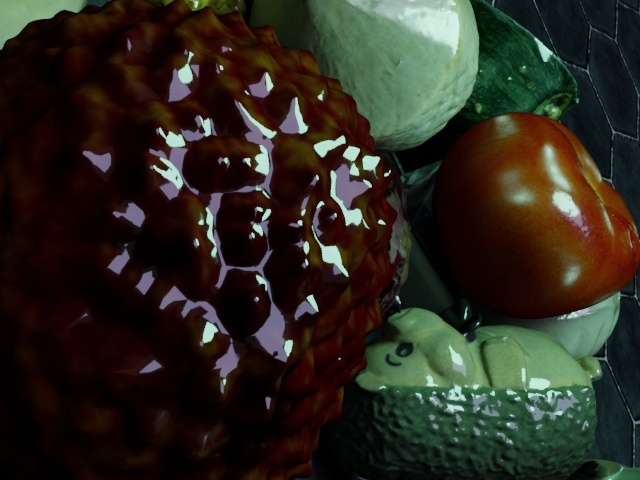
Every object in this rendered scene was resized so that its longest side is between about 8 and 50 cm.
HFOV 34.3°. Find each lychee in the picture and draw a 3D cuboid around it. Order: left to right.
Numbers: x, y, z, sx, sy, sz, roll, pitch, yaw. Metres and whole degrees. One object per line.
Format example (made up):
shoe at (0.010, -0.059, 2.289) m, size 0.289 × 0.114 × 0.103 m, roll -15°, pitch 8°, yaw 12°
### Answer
lychee at (-0.136, -0.003, 0.866) m, size 0.425 × 0.425 × 0.499 m, roll 33°, pitch 45°, yaw -40°

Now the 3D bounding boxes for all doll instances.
doll at (0.176, 0.197, 1.295) m, size 0.350 × 0.247 × 0.247 m, roll -2°, pitch 75°, yaw -18°

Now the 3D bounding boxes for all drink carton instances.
drink carton at (0.151, -0.005, 1.492) m, size 0.134 × 0.102 × 0.222 m, roll 56°, pitch 40°, yaw -18°

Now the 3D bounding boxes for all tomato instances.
tomato at (0.272, -0.027, 1.377) m, size 0.299 × 0.226 × 0.298 m, roll 37°, pitch 34°, yaw -31°

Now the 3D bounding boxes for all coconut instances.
coconut at (0.055, -0.265, 1.316) m, size 0.329 × 0.329 × 0.328 m, roll 25°, pitch 57°, yaw -45°

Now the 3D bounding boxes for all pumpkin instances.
pumpkin at (0.224, -0.223, 1.565) m, size 0.263 × 0.197 × 0.293 m, roll 45°, pitch 1°, yaw 17°

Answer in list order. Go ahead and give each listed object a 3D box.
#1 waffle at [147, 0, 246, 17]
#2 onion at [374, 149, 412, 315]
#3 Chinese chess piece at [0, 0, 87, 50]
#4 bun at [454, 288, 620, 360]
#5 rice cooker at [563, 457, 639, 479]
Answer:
waffle at (-0.176, -0.392, 1.274) m, size 0.291 × 0.051 × 0.291 m, roll 29°, pitch 52°, yaw -45°
onion at (0.000, 0.000, 1.220) m, size 0.252 × 0.219 × 0.252 m, roll -169°, pitch -90°, yaw -90°
Chinese chess piece at (-0.362, -0.277, 0.915) m, size 0.338 × 0.141 × 0.338 m, roll 22°, pitch 60°, yaw -46°
bun at (0.313, 0.139, 1.543) m, size 0.263 × 0.263 × 0.175 m, roll -25°, pitch 116°, yaw -53°
rice cooker at (0.368, 0.459, 1.391) m, size 0.335 × 0.335 × 0.325 m, roll -7°, pitch 81°, yaw -53°
